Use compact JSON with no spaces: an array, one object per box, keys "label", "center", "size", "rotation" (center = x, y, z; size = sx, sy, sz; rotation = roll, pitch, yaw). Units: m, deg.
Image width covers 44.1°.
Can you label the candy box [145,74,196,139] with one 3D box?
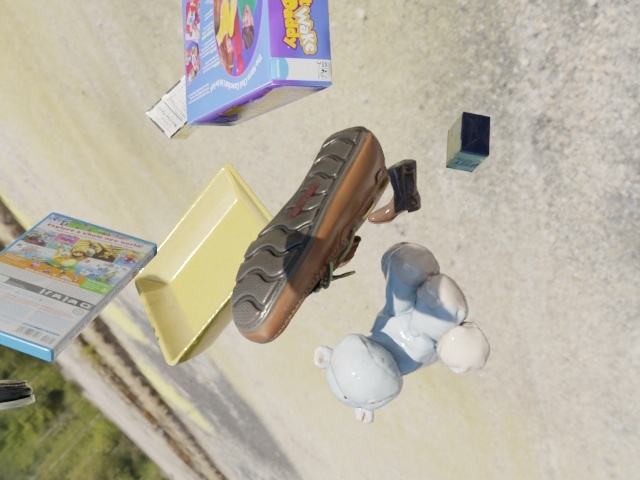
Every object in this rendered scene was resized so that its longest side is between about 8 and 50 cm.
[{"label":"candy box","center":[-0.213,-0.295,1.515],"size":[0.071,0.233,0.159],"rotation":[48,-173,-4]}]

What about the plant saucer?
[{"label":"plant saucer","center":[-0.211,0.048,1.573],"size":[0.081,0.333,0.333],"rotation":[34,-170,-36]}]

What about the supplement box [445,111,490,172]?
[{"label":"supplement box","center":[0.279,-0.185,1.500],"size":[0.056,0.083,0.083],"rotation":[10,161,-9]}]

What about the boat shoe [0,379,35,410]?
[{"label":"boat shoe","center":[-0.611,0.209,1.197],"size":[0.340,0.113,0.127],"rotation":[1,171,-19]}]

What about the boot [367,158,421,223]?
[{"label":"boot","center":[0.125,-0.088,1.399],"size":[0.114,0.106,0.037],"rotation":[73,173,-46]}]

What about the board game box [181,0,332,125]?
[{"label":"board game box","center":[-0.099,-0.289,1.045],"size":[0.347,0.078,0.233],"rotation":[-179,87,-65]}]

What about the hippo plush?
[{"label":"hippo plush","center":[0.101,0.149,1.270],"size":[0.234,0.236,0.294],"rotation":[60,173,4]}]

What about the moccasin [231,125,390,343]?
[{"label":"moccasin","center":[-0.002,0.000,1.162],"size":[0.139,0.380,0.147],"rotation":[-11,128,39]}]

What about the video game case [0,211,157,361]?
[{"label":"video game case","center":[-0.240,0.034,0.707],"size":[0.119,0.166,0.015],"rotation":[16,126,14]}]
